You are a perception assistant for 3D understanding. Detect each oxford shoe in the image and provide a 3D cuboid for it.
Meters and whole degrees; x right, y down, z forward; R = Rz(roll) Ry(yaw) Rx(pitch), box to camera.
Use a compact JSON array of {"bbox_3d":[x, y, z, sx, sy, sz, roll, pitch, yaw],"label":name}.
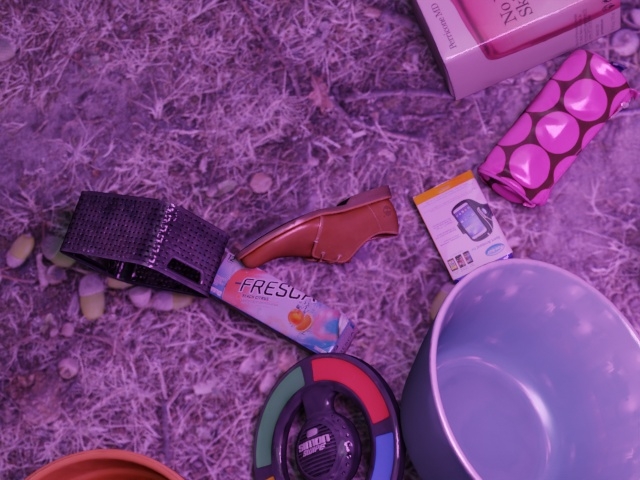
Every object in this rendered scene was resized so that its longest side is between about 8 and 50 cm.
[{"bbox_3d":[0.000,0.000,1.670,0.212,0.076,0.076,-19,88,-12],"label":"oxford shoe"}]

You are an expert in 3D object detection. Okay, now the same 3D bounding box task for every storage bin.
[{"bbox_3d":[-0.217,0.004,1.681,0.180,0.122,0.084,9,75,42],"label":"storage bin"}]

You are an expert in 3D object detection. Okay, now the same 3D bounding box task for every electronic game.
[{"bbox_3d":[0.007,0.243,1.581,0.229,0.048,0.229,-11,74,42],"label":"electronic game"}]

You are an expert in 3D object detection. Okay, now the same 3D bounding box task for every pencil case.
[{"bbox_3d":[0.288,-0.132,1.660,0.098,0.095,0.209,40,87,4],"label":"pencil case"}]

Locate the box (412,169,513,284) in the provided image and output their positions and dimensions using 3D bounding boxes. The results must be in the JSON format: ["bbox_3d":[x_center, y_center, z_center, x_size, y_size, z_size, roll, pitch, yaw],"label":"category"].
[{"bbox_3d":[0.178,-0.010,1.678,0.081,0.028,0.136,-25,72,4],"label":"box"}]

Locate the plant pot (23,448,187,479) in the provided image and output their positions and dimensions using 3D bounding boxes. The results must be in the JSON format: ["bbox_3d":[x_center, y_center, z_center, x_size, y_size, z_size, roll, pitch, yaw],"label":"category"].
[{"bbox_3d":[-0.220,0.393,1.548,0.291,0.203,0.291,-3,74,11],"label":"plant pot"}]

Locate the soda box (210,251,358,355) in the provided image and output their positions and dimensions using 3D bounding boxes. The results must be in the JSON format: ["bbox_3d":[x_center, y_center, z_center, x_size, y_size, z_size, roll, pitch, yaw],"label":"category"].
[{"bbox_3d":[-0.047,0.085,1.678,0.183,0.063,0.058,27,81,18],"label":"soda box"}]

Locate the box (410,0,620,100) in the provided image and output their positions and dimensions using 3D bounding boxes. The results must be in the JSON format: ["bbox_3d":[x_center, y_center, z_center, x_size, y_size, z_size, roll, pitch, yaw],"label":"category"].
[{"bbox_3d":[0.238,-0.301,1.699,0.232,0.127,0.148,-24,70,4],"label":"box"}]

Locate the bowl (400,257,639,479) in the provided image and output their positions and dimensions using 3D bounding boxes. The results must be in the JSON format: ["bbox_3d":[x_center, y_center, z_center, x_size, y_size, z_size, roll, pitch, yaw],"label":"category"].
[{"bbox_3d":[0.212,0.192,1.500,0.311,0.163,0.311,13,59,-23],"label":"bowl"}]
